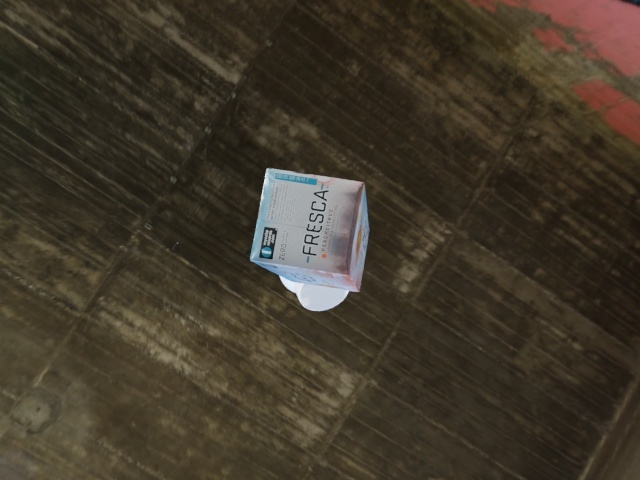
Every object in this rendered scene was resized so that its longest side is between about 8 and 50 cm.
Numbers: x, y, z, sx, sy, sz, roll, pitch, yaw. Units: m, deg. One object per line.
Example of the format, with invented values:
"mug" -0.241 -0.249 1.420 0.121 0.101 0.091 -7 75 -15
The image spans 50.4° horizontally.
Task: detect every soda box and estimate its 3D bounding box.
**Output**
"soda box" 0.000 0.000 0.481 0.062 0.183 0.058 9 -97 6

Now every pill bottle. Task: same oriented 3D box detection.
"pill bottle" -0.019 0.014 0.927 0.094 0.169 0.094 -11 -50 -14
